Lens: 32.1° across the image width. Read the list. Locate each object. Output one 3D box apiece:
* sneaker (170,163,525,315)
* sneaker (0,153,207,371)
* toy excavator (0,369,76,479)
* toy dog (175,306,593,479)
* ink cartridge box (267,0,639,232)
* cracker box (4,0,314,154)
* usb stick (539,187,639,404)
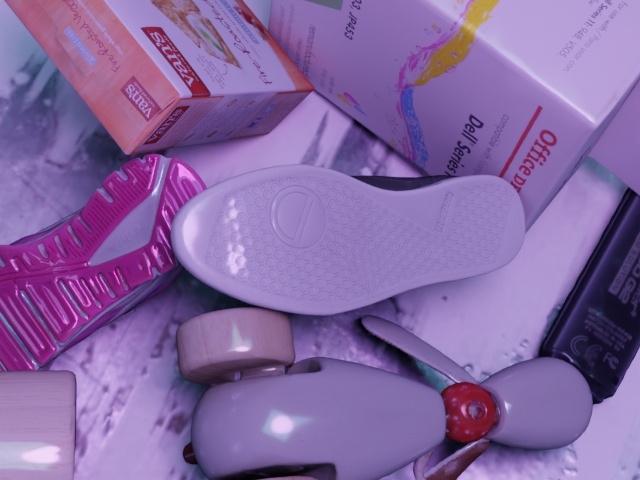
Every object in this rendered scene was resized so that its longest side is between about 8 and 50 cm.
[{"bbox_3d":[0.000,0.000,0.840,0.296,0.147,0.104,-5,89,-35],"label":"sneaker"},{"bbox_3d":[-0.184,0.031,0.839,0.252,0.111,0.103,-28,85,4],"label":"sneaker"},{"bbox_3d":[-0.200,0.356,0.670,0.222,0.445,0.432,0,116,-13],"label":"toy excavator"},{"bbox_3d":[0.029,0.148,0.838,0.334,0.161,0.220,22,65,-20],"label":"toy dog"},{"bbox_3d":[0.131,-0.137,0.882,0.353,0.207,0.119,38,67,11],"label":"ink cartridge box"},{"bbox_3d":[-0.115,-0.152,0.853,0.067,0.232,0.155,-42,82,23],"label":"cracker box"},{"bbox_3d":[0.277,0.013,0.967,0.077,0.045,0.278,36,68,-5],"label":"usb stick"}]
